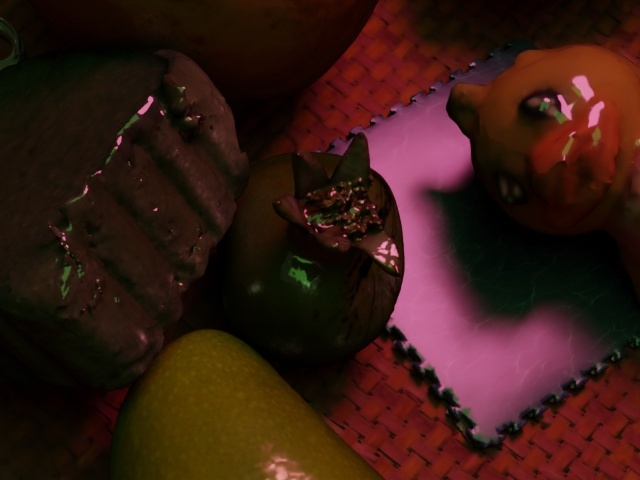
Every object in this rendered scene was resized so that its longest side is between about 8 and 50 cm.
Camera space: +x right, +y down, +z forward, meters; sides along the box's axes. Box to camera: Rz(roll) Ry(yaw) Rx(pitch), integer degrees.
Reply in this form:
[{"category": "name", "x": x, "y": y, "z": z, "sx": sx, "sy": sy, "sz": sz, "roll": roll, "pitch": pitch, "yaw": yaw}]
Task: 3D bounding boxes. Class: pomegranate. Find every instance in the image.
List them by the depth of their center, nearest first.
[{"category": "pomegranate", "x": 0.000, "y": 0.000, "z": 1.038, "sx": 0.131, "sy": 0.191, "sz": 0.152, "roll": 2, "pitch": 65, "yaw": -12}, {"category": "pomegranate", "x": -0.096, "y": -0.263, "z": 1.103, "sx": 0.343, "sy": 0.342, "sz": 0.342, "roll": 4, "pitch": 61, "yaw": -7}]

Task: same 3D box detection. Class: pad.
[{"category": "pad", "x": 0.140, "y": -0.009, "z": 1.171, "sx": 0.270, "sy": 0.012, "sz": 0.269, "roll": -32, "pitch": 71, "yaw": -23}]

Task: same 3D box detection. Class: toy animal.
[{"category": "toy animal", "x": 0.227, "y": -0.058, "z": 1.119, "sx": 0.281, "sy": 0.195, "sz": 0.169, "roll": 17, "pitch": 21, "yaw": -5}]

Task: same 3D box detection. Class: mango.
[{"category": "mango", "x": -0.028, "y": 0.202, "z": 0.946, "sx": 0.192, "sy": 0.156, "sz": 0.343, "roll": -14, "pitch": 63, "yaw": -19}]

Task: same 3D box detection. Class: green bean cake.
[{"category": "green bean cake", "x": -0.168, "y": -0.020, "z": 1.011, "sx": 0.223, "sy": 0.125, "sz": 0.227, "roll": -1, "pitch": 54, "yaw": 40}]

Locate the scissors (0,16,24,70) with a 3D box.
[{"category": "scissors", "x": -0.216, "y": -0.098, "z": 1.158, "sx": 0.189, "sy": 0.015, "sz": 0.100, "roll": 34, "pitch": 59, "yaw": 8}]
